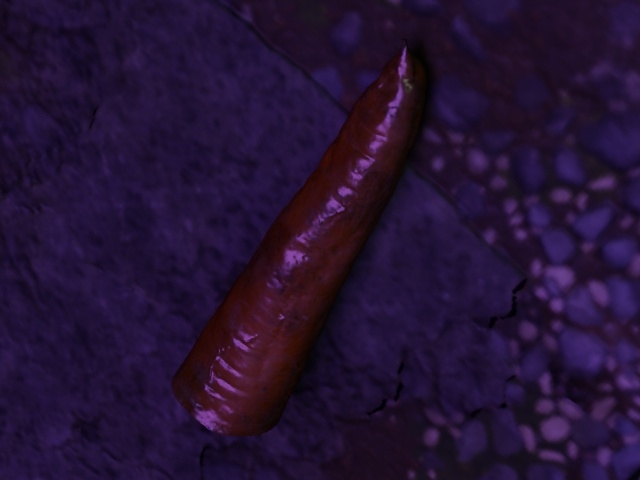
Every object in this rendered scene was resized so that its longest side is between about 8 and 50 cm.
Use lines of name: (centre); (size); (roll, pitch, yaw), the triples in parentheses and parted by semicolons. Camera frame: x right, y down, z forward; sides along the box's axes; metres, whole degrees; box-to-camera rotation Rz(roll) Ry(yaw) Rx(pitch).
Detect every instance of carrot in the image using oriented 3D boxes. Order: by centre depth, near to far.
carrot: (0.000, 0.000, 0.903); (0.057, 0.057, 0.224); (38, 123, 11)
